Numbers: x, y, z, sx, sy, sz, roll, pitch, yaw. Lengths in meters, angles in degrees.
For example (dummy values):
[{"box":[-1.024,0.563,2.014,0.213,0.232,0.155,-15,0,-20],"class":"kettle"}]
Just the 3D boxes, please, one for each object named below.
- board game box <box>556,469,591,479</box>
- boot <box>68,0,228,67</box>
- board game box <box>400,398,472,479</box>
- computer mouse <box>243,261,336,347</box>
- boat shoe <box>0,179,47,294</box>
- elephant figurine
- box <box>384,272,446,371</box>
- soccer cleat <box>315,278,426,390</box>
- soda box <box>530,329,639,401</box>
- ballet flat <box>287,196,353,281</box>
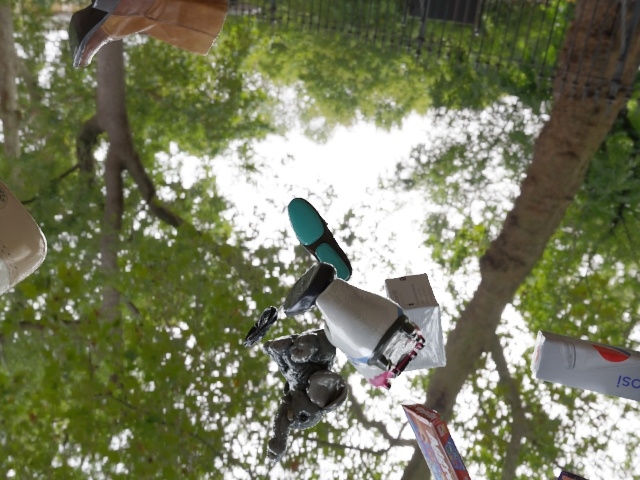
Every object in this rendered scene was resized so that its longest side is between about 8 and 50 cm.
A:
[{"box":[0.229,0.288,0.505,0.170,0.141,0.048,39,160,-21],"class":"board game box"},{"box":[-0.369,-0.444,1.356,0.280,0.264,0.096,1,-127,-40],"class":"boot"},{"box":[0.236,0.429,1.151,0.027,0.281,0.145,-26,-176,-15],"class":"board game box"},{"box":[-0.045,0.106,0.949,0.041,0.242,0.071,34,-134,-13],"class":"computer mouse"},{"box":[-0.283,-0.095,0.320,0.121,0.341,0.110,-29,-170,48],"class":"boat shoe"},{"box":[-0.030,0.318,1.354,0.185,0.240,0.169,-13,174,9],"class":"elephant figurine"},{"box":[0.238,0.205,1.625,0.119,0.182,0.181,-9,-157,3],"class":"box"},{"box":[0.075,0.134,0.960,0.143,0.331,0.116,38,-100,19],"class":"soccer cleat"},{"box":[0.624,0.282,1.416,0.286,0.098,0.091,12,-172,9],"class":"soda box"},{"box":[0.000,0.000,1.321,0.203,0.074,0.074,56,-143,2],"class":"ballet flat"}]
